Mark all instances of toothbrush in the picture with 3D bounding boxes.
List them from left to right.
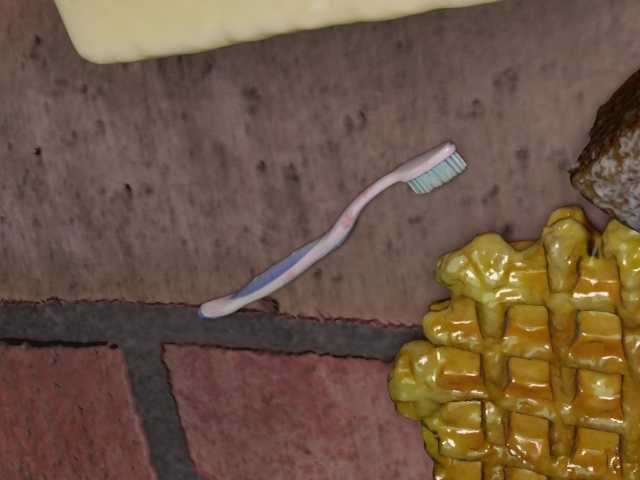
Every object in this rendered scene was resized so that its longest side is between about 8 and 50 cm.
[{"bbox_3d":[0.000,0.000,1.021,0.269,0.021,0.027,-33,99,39],"label":"toothbrush"}]

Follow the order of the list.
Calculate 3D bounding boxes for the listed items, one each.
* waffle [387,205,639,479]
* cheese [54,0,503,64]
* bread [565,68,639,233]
[{"bbox_3d":[0.195,0.119,0.981,0.325,0.068,0.302,44,130,-6],"label":"waffle"},{"bbox_3d":[0.026,-0.186,0.729,0.266,0.242,0.123,-6,111,29],"label":"cheese"},{"bbox_3d":[0.349,0.029,0.812,0.416,0.113,0.165,38,133,-4],"label":"bread"}]
